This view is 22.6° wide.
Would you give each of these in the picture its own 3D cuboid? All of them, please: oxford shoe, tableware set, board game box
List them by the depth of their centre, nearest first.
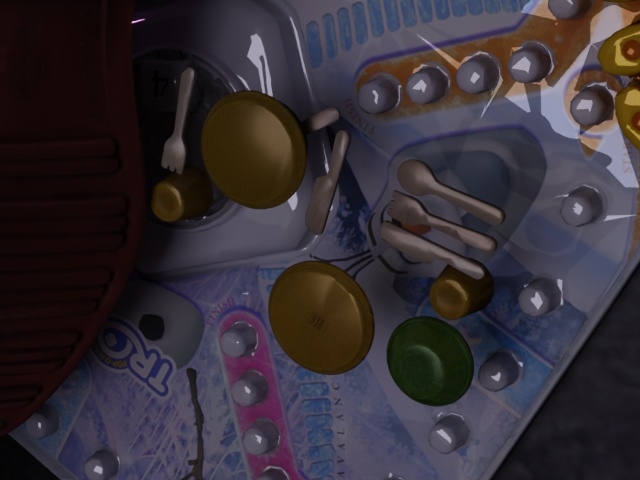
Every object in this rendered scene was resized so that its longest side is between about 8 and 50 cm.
[{"bbox_3d":[0.000,0.000,0.638,0.154,0.024,0.104,25,116,20],"label":"tableware set"},{"bbox_3d":[-0.139,-0.066,0.665,0.130,0.123,0.348,59,138,48],"label":"oxford shoe"},{"bbox_3d":[-0.063,-0.044,0.702,0.390,0.050,0.390,37,116,15],"label":"board game box"}]
